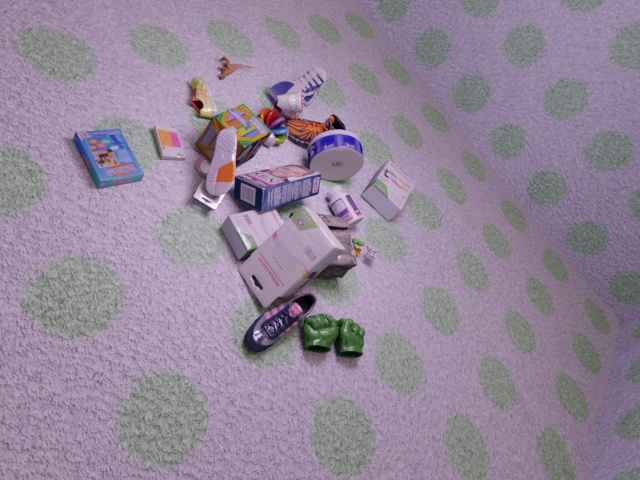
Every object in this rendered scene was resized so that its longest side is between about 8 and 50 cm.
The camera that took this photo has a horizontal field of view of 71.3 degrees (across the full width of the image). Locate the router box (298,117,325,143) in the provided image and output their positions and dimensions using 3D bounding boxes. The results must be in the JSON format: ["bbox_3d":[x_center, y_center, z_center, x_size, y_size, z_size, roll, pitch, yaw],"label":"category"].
[{"bbox_3d":[-0.035,-0.555,2.307,0.179,0.046,0.133,2,61,-36],"label":"router box"}]

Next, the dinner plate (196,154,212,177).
[{"bbox_3d":[-0.445,-0.295,1.838,0.141,0.017,0.141,20,50,-26],"label":"dinner plate"}]

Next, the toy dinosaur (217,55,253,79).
[{"bbox_3d":[-0.444,-0.852,2.198,0.211,0.064,0.112,-48,113,-36],"label":"toy dinosaur"}]

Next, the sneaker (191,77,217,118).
[{"bbox_3d":[-0.529,-0.628,1.955,0.094,0.081,0.208,-16,72,-40],"label":"sneaker"}]

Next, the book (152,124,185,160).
[{"bbox_3d":[-0.600,-0.386,1.772,0.096,0.035,0.144,-4,64,-42],"label":"book"}]

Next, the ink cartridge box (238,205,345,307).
[{"bbox_3d":[-0.111,0.069,1.661,0.207,0.353,0.119,52,13,18],"label":"ink cartridge box"}]

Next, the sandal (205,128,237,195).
[{"bbox_3d":[-0.369,-0.294,1.721,0.102,0.076,0.265,12,82,-5],"label":"sandal"}]

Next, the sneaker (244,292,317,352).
[{"bbox_3d":[-0.137,0.277,1.604,0.112,0.131,0.319,51,45,2],"label":"sneaker"}]

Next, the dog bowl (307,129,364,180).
[{"bbox_3d":[0.073,-0.402,2.130,0.265,0.265,0.104,13,56,-31],"label":"dog bowl"}]

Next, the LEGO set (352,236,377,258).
[{"bbox_3d":[0.148,0.044,2.019,0.227,0.087,0.093,30,50,-27],"label":"LEGO set"}]

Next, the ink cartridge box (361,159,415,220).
[{"bbox_3d":[0.363,-0.271,2.367,0.201,0.117,0.278,42,44,-7],"label":"ink cartridge box"}]

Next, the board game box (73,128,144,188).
[{"bbox_3d":[-0.750,-0.294,1.582,0.160,0.047,0.210,-20,74,-44],"label":"board game box"}]

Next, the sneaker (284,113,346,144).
[{"bbox_3d":[-0.007,-0.546,2.148,0.321,0.180,0.124,18,59,-6],"label":"sneaker"}]

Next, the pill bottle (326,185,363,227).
[{"bbox_3d":[0.109,-0.159,2.104,0.108,0.108,0.193,-20,75,-44],"label":"pill bottle"}]

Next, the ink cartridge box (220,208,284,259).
[{"bbox_3d":[-0.252,-0.033,1.753,0.219,0.092,0.160,-17,72,-43],"label":"ink cartridge box"}]

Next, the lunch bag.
[{"bbox_3d":[0.000,0.000,1.862,0.235,0.169,0.287,4,59,-27],"label":"lunch bag"}]

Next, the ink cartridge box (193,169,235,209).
[{"bbox_3d":[-0.424,-0.199,1.748,0.104,0.060,0.180,33,55,-16],"label":"ink cartridge box"}]

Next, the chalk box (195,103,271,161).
[{"bbox_3d":[-0.347,-0.443,1.890,0.179,0.180,0.289,45,37,-4],"label":"chalk box"}]

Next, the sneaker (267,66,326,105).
[{"bbox_3d":[-0.116,-0.764,2.336,0.315,0.182,0.127,-28,77,-15],"label":"sneaker"}]

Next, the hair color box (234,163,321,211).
[{"bbox_3d":[-0.175,-0.231,1.875,0.174,0.105,0.347,26,31,32],"label":"hair color box"}]

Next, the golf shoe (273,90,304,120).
[{"bbox_3d":[-0.159,-0.647,2.143,0.140,0.306,0.115,-3,91,-9],"label":"golf shoe"}]

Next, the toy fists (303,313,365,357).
[{"bbox_3d":[0.056,0.359,1.724,0.279,0.096,0.142,16,52,-27],"label":"toy fists"}]

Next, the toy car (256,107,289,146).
[{"bbox_3d":[-0.222,-0.541,2.089,0.182,0.136,0.159,50,44,2],"label":"toy car"}]
